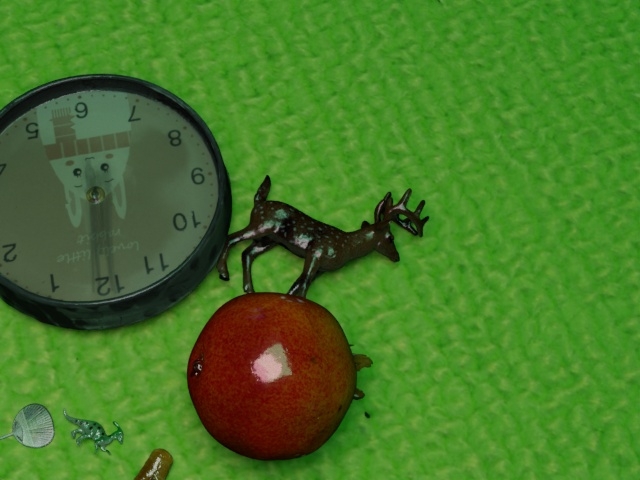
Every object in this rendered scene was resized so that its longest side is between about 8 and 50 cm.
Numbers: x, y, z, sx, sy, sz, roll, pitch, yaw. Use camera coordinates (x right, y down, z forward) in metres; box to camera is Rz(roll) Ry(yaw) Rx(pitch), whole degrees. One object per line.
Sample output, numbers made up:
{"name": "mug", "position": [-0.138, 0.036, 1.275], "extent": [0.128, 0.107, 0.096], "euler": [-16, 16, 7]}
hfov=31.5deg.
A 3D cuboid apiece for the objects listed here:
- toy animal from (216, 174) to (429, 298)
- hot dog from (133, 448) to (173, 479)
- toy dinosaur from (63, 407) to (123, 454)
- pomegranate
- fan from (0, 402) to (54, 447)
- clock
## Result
{"name": "toy animal", "position": [0.003, -0.006, 1.618], "extent": [0.243, 0.087, 0.260], "euler": [31, 70, 5]}
{"name": "hot dog", "position": [-0.234, 0.334, 1.478], "extent": [0.044, 0.028, 0.137], "euler": [34, 66, 1]}
{"name": "toy dinosaur", "position": [-0.300, 0.248, 1.510], "extent": [0.062, 0.021, 0.083], "euler": [-21, 75, -22]}
{"name": "pomegranate", "position": [-0.046, 0.175, 1.470], "extent": [0.256, 0.221, 0.221], "euler": [0, 64, -37]}
{"name": "fan", "position": [-0.392, 0.244, 1.510], "extent": [0.080, 0.003, 0.060], "euler": [8, 66, -3]}
{"name": "clock", "position": [-0.315, -0.063, 1.592], "extent": [0.386, 0.076, 0.386], "euler": [0, 64, -1]}
